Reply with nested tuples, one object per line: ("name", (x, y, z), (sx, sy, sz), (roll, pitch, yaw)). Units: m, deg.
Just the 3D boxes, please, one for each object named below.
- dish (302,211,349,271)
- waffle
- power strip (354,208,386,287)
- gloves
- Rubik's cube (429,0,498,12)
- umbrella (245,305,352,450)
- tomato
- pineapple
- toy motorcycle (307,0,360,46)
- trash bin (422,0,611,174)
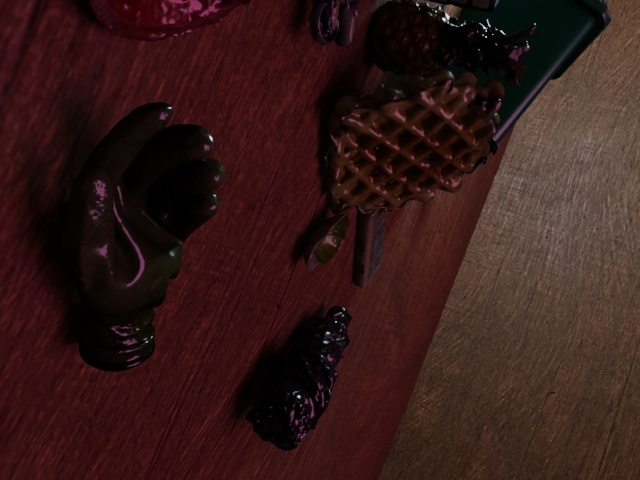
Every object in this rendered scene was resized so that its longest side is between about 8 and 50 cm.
("dish", (0.000, 0.000, 1.029), (0.137, 0.039, 0.091), (-39, 150, -49))
("waffle", (0.143, -0.152, 0.986), (0.317, 0.298, 0.073), (97, -20, -59))
("power strip", (0.109, -0.014, 1.299), (0.092, 0.034, 0.267), (-50, 153, -41))
("gloves", (-0.163, 0.000, 0.519), (0.135, 0.107, 0.268), (-25, 149, -52))
("Rubik's cube", (0.216, -0.482, 0.907), (0.182, 0.184, 0.187), (-58, 159, -31))
("umbrella", (-0.019, 0.212, 1.082), (0.336, 0.128, 0.154), (-57, 173, -45))
("tomato", (-0.102, -0.246, 0.459), (0.189, 0.099, 0.173), (-30, 175, 3))
("pineapple", (0.207, -0.308, 0.956), (0.128, 0.248, 0.128), (-48, 148, -45))
("toy motorcycle", (0.027, -0.338, 0.737), (0.124, 0.061, 0.193), (-27, 127, -52))
("trash bin", (0.319, -0.351, 1.162), (0.381, 0.295, 0.259), (-53, 175, -13))
